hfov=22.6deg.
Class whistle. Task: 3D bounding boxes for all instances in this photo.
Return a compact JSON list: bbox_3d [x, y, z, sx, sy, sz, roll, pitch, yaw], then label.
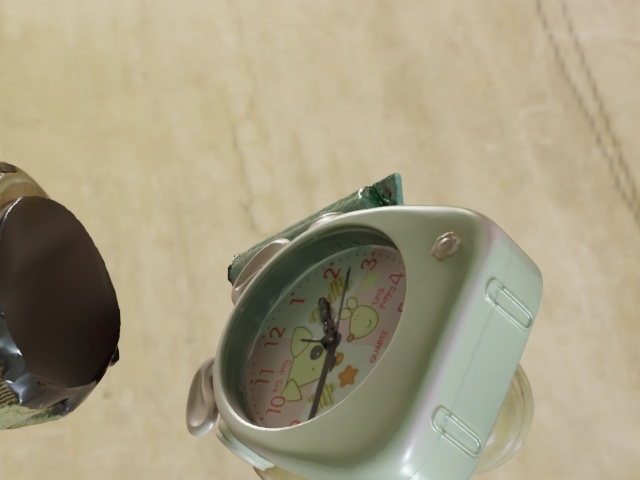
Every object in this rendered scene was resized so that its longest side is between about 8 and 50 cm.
[{"bbox_3d":[0.000,0.000,1.068,0.186,0.039,0.039,-27,-113,52],"label":"whistle"}]

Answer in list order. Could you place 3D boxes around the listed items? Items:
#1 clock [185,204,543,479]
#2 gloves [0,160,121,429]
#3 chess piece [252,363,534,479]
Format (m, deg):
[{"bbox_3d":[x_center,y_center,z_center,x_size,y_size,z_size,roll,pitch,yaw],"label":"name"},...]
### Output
[{"bbox_3d":[0.012,0.056,0.825,0.191,0.062,0.151,3,-119,47],"label":"clock"},{"bbox_3d":[-0.244,0.061,0.726,0.141,0.331,0.154,0,73,-59],"label":"gloves"},{"bbox_3d":[0.051,0.123,1.098,0.397,0.117,0.117,6,76,-71],"label":"chess piece"}]
